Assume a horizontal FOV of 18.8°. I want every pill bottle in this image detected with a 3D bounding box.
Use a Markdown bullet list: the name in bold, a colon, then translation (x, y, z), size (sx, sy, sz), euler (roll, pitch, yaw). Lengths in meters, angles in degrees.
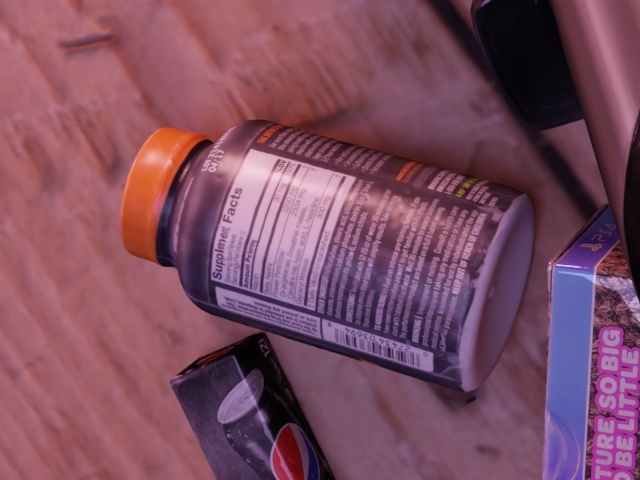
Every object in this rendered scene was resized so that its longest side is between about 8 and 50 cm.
- **pill bottle**: translation (0.000, 0.000, 1.209), size (0.246, 0.130, 0.130), euler (17, 111, 18)

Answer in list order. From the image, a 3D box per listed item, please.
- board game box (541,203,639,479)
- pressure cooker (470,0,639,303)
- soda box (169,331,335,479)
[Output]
- **board game box**: translation (0.283, 0.120, 1.121), size (0.291, 0.141, 0.232), euler (8, 108, 20)
- **pressure cooker**: translation (0.294, -0.131, 0.901), size (0.370, 0.420, 0.375), euler (13, 124, -14)
- **soda box**: translation (-0.034, 0.152, 1.311), size (0.060, 0.053, 0.169), euler (-23, 96, 26)
